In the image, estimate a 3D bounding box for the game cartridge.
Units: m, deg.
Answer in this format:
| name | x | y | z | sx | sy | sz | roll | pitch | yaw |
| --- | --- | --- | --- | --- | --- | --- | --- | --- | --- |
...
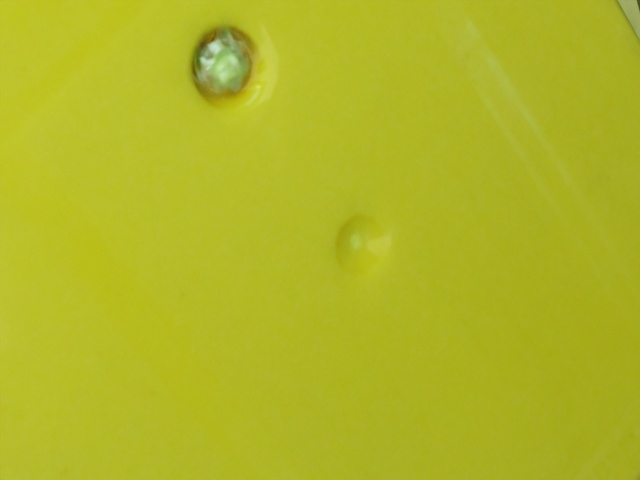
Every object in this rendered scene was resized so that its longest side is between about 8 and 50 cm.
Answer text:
| name | x | y | z | sx | sy | sz | roll | pitch | yaw |
| --- | --- | --- | --- | --- | --- | --- | --- | --- | --- |
| game cartridge | 0.000 | 0.000 | 0.573 | 0.285 | 0.053 | 0.323 | -47 | 120 | -21 |
